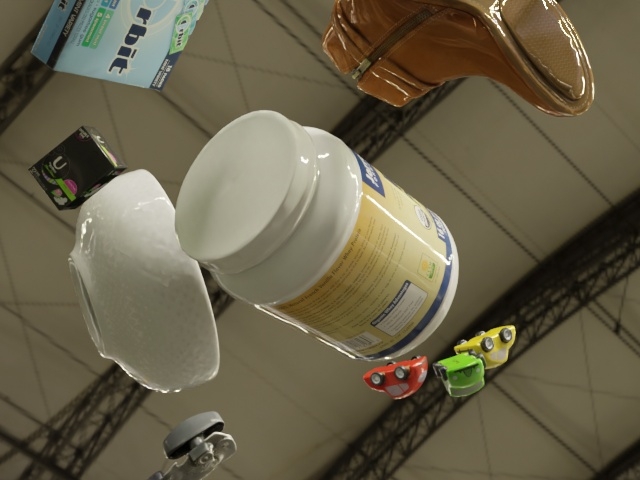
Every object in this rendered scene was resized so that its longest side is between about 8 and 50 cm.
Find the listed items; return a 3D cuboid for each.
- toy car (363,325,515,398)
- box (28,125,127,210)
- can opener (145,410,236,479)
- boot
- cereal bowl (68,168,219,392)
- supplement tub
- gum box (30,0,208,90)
[{"bbox_3d":[0.186,0.184,1.268,0.239,0.225,0.053,-19,-90,-2],"label":"toy car"},{"bbox_3d":[-0.278,-0.083,1.035,0.083,0.052,0.062,-37,-90,6],"label":"box"},{"bbox_3d":[-0.261,0.386,1.442,0.283,0.095,0.076,-37,-41,-2],"label":"can opener"},{"bbox_3d":[0.132,-0.195,0.966,0.283,0.109,0.220,39,-35,-2],"label":"boot"},{"bbox_3d":[-0.278,0.072,1.325,0.141,0.339,0.338,-18,-43,-21],"label":"cereal bowl"},{"bbox_3d":[0.000,0.000,1.114,0.228,0.228,0.316,-21,-37,34],"label":"supplement tub"},{"bbox_3d":[-0.203,-0.247,0.970,0.041,0.184,0.157,37,-73,21],"label":"gum box"}]
